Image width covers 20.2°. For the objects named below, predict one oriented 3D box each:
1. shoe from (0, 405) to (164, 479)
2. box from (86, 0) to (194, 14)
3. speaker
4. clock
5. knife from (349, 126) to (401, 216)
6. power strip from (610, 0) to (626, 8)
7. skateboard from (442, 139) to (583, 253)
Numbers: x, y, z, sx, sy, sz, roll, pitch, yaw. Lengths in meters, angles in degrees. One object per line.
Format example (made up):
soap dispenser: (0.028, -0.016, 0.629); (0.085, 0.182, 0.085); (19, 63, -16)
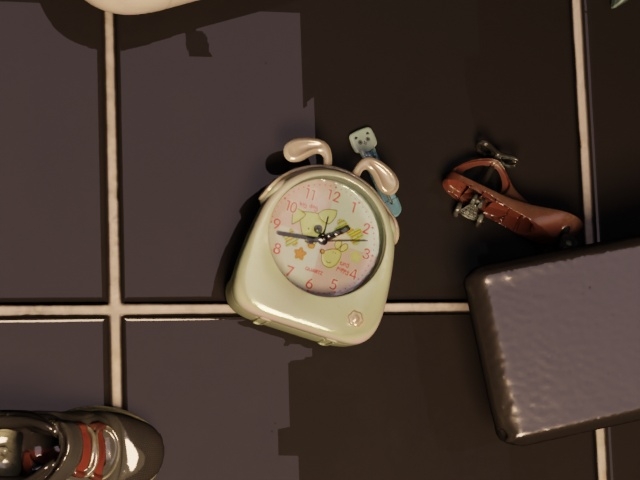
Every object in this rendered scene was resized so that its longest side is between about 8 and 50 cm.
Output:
shoe: (-0.250, 0.196, 1.630); (0.227, 0.112, 0.099); (1, 81, -14)
box: (-0.110, -0.383, 1.738); (0.349, 0.141, 0.289); (-17, 88, -18)
speaker: (0.337, 0.087, 1.816); (0.388, 0.184, 0.180); (-11, 84, -7)
clock: (0.000, 0.000, 1.757); (0.151, 0.062, 0.191); (19, 77, -12)
knife: (0.058, -0.068, 1.810); (0.027, 0.010, 0.096); (-23, 89, -17)
power strip: (0.277, -0.359, 1.898); (0.216, 0.044, 0.137); (43, 73, -7)
skateboard: (0.198, -0.041, 1.825); (0.151, 0.067, 0.080); (29, 66, -7)
